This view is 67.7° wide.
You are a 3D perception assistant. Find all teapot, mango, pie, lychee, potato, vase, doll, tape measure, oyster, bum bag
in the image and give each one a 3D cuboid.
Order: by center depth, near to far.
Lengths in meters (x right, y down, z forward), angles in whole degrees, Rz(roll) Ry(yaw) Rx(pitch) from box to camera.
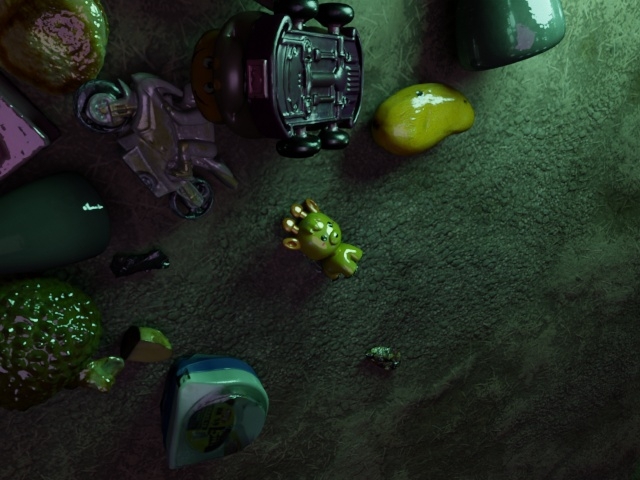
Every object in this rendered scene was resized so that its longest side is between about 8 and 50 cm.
[{"bbox_3d":[-0.539,-0.001,0.806,0.321,0.173,0.174,-34,132,-53],"label":"vase"},{"bbox_3d":[-0.463,-0.354,0.816,0.178,0.084,0.205,13,113,-27],"label":"pie"},{"bbox_3d":[-0.557,0.194,0.929,0.269,0.270,0.320,-17,109,-13],"label":"lychee"},{"bbox_3d":[0.411,-0.544,1.005,0.305,0.223,0.285,-25,113,-6],"label":"teapot"},{"bbox_3d":[-0.400,0.050,1.054,0.124,0.034,0.058,-11,126,-16],"label":"bum bag"},{"bbox_3d":[0.236,-0.283,1.114,0.261,0.109,0.158,-15,108,-20],"label":"mango"},{"bbox_3d":[-0.403,0.243,1.126,0.096,0.067,0.103,-39,134,27],"label":"potato"},{"bbox_3d":[0.000,0.000,1.151,0.220,0.135,0.143,38,64,-25],"label":"doll"},{"bbox_3d":[-0.270,0.437,1.225,0.261,0.138,0.260,6,112,-24],"label":"tape measure"},{"bbox_3d":[0.187,0.357,1.428,0.132,0.029,0.086,-3,114,-22],"label":"oyster"}]

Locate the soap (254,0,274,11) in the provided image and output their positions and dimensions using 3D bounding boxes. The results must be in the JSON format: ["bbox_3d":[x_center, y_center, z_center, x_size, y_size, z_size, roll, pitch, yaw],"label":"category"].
[{"bbox_3d":[-0.131,-0.552,0.808,0.324,0.127,0.220,22,106,-17],"label":"soap"}]

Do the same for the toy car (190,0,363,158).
[{"bbox_3d":[-0.076,-0.306,0.911,0.340,0.240,0.272,-24,120,-53],"label":"toy car"}]

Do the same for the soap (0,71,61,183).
[{"bbox_3d":[-0.656,-0.235,0.773,0.233,0.128,0.360,-39,120,-1],"label":"soap"}]

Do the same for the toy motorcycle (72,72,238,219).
[{"bbox_3d":[-0.290,-0.203,0.940,0.223,0.107,0.341,-45,129,-12],"label":"toy motorcycle"}]
